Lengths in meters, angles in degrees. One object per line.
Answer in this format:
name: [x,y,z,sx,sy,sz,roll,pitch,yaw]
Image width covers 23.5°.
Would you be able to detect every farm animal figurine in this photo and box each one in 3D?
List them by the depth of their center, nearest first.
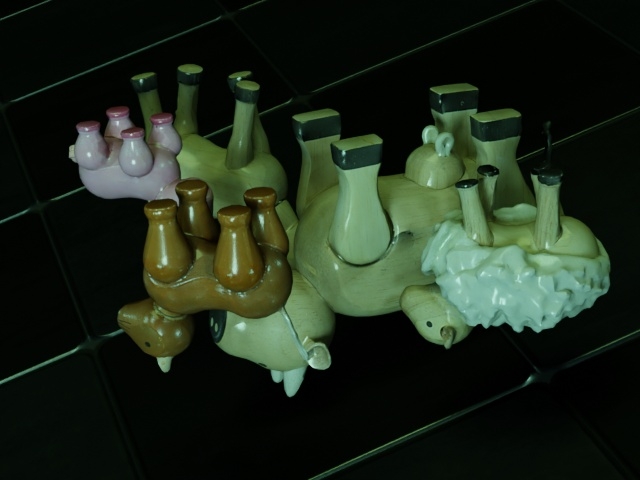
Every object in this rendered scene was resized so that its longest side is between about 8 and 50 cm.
farm animal figurine: [0.000,0.000,1.012,0.327,0.172,0.330,-5,23,-2]
